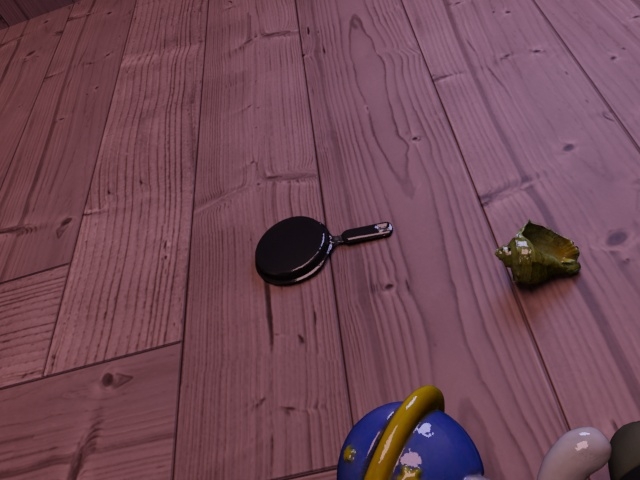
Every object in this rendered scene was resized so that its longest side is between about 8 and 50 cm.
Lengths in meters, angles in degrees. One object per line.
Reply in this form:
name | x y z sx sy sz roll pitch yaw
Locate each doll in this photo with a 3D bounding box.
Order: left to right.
doll | 0.118 0.301 0.620 0.242 0.159 0.311 16 81 18

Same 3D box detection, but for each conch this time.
conch | 0.291 0.016 0.828 0.121 0.074 0.089 3 87 -3

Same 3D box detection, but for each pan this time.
pan | 0.000 0.000 0.996 0.235 0.028 0.136 -14 47 10

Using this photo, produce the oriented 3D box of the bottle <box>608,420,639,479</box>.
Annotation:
bottle | 0.345 0.304 0.494 0.168 0.168 0.347 -14 42 11
